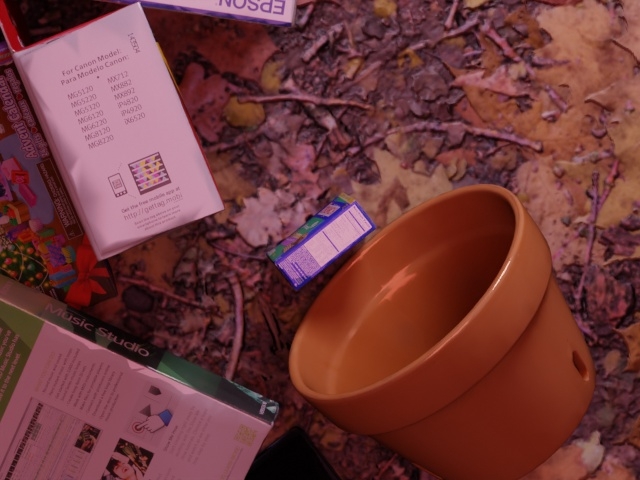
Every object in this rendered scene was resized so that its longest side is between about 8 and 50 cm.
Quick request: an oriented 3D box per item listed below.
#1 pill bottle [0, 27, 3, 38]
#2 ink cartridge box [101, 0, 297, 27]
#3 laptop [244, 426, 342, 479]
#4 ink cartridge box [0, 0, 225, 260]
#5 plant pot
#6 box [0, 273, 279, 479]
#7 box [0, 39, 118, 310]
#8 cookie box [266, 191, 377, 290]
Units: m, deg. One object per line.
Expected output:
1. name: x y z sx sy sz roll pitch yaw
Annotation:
1. pill bottle: -0.356 -0.224 1.756 0.078 0.137 0.078 0 94 -4
2. ink cartridge box: -0.159 -0.385 1.673 0.324 0.071 0.330 9 93 1
3. laptop: -0.029 0.496 1.896 0.382 0.236 0.408 -38 125 -1
4. ink cartridge box: -0.203 -0.136 1.689 0.130 0.309 0.272 -23 96 -3
5. plant pot: 0.142 0.114 1.771 0.291 0.291 0.203 -43 113 -1
6. box: -0.234 0.201 1.779 0.322 0.058 0.232 25 110 -4
7. box: -0.345 -0.035 1.749 0.201 0.057 0.293 -21 123 -3
8. cookie box: 0.000 0.000 1.827 0.107 0.092 0.040 -38 100 -2
